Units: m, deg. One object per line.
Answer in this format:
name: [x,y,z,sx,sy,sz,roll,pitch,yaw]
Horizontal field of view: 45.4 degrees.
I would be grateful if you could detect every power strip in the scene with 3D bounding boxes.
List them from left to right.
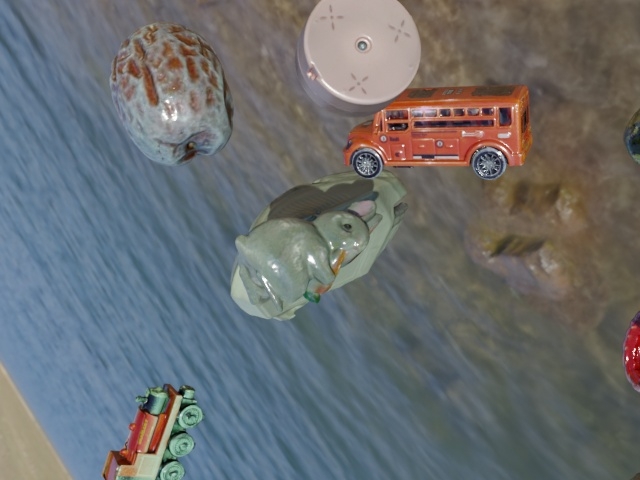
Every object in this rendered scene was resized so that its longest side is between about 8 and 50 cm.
power strip: [0.048,-0.235,0.960,0.154,0.154,0.078,59,168,-1]

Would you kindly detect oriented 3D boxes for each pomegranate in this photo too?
pomegranate: [0.639,-0.179,1.413,0.138,0.125,0.163,-15,112,28]

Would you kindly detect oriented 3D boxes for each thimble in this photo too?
thimble: [0.719,0.232,1.577,0.163,0.125,0.189,-121,33,-67]

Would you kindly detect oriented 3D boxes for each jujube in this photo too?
jujube: [-0.290,-0.299,1.520,0.308,0.215,0.246,66,-171,25]

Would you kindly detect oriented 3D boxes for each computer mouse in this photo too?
computer mouse: [-0.013,-0.007,1.445,0.145,0.429,0.228,35,138,36]

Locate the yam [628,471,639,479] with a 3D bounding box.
yam: [0.384,0.335,0.922,0.078,0.179,0.078,8,103,36]

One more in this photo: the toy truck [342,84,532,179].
toy truck: [0.156,-0.154,1.050,0.253,0.107,0.114,3,116,22]

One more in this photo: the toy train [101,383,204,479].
toy train: [-0.256,0.303,1.181,0.074,0.118,0.176,25,98,54]

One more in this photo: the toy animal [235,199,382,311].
toy animal: [0.000,0.004,1.044,0.138,0.236,0.108,63,162,-19]
